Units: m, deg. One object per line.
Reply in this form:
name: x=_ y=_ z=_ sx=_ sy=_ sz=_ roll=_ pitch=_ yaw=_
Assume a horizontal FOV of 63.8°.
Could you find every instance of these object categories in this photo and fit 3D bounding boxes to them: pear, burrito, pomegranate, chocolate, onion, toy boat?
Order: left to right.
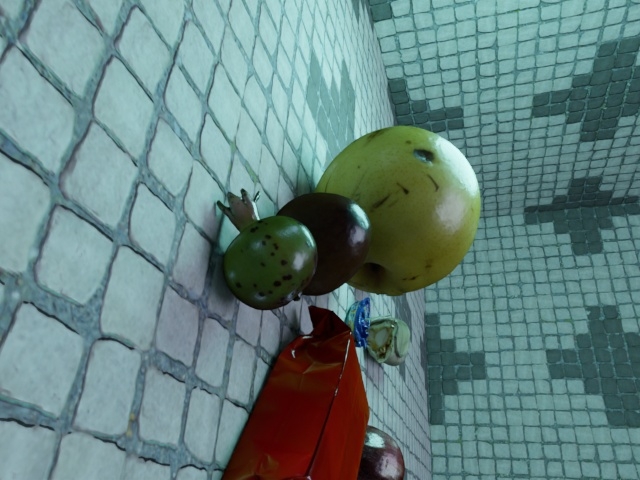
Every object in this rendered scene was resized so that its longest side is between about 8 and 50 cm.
pomegranate: x=-0.078 y=0.016 z=0.674 sx=0.159 sy=0.129 sz=0.129 roll=44 pitch=-5 yaw=29
chocolate: x=0.000 y=0.000 z=0.809 sx=0.176 sy=0.176 sz=0.177 roll=-5 pitch=90 yaw=-74
onion: x=0.066 y=0.415 z=0.967 sx=0.195 sy=0.159 sz=0.160 roll=49 pitch=35 yaw=-33
toy boat: x=0.126 y=0.198 z=1.296 sx=0.175 sy=0.110 sz=0.091 roll=-69 pitch=150 yaw=-60
burrito: x=0.204 y=0.302 z=1.546 sx=0.299 sy=0.105 sz=0.144 roll=42 pitch=55 yaw=-68
pear: x=0.151 y=-0.056 z=1.053 sx=0.348 sy=0.347 sz=0.349 roll=-5 pitch=90 yaw=-74

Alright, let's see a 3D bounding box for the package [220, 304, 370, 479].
package: x=-0.016 y=0.288 z=0.762 sx=0.424 sy=0.123 sz=0.196 roll=-63 pitch=146 yaw=-59
